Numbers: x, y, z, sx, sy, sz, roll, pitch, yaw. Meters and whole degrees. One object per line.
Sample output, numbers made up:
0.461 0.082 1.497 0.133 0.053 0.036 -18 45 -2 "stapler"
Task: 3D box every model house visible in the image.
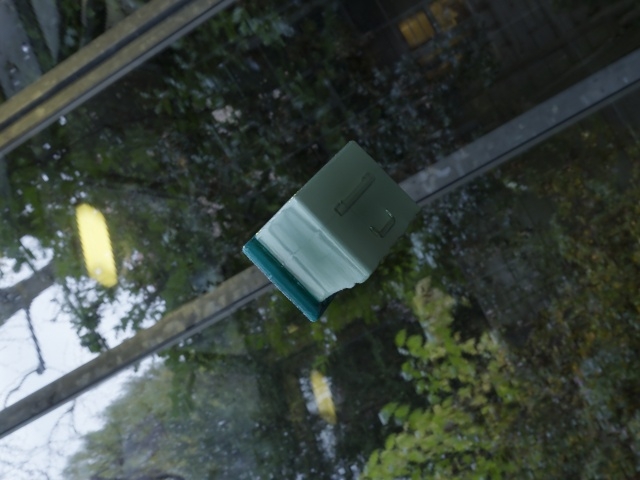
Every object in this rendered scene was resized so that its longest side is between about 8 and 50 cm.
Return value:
0.000 0.000 0.746 0.100 0.149 0.127 47 -135 -4 "model house"
